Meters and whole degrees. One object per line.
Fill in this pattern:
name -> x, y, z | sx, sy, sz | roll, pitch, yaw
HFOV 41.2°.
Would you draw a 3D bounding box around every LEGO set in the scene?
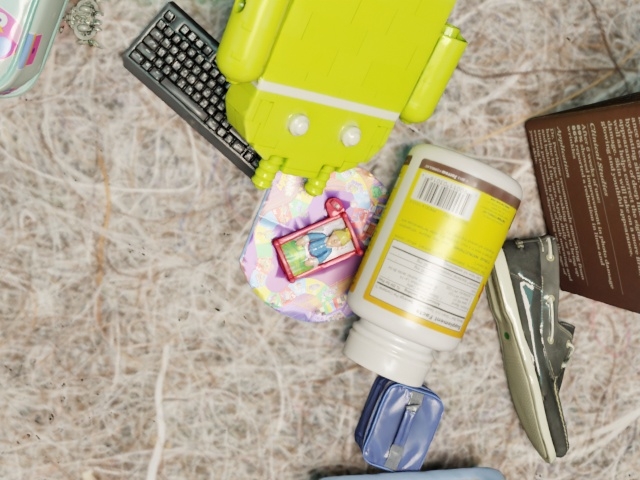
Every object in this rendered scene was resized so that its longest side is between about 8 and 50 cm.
LEGO set -> -0.228, -0.215, 0.792 | 0.083, 0.023, 0.054 | 39, 89, -10

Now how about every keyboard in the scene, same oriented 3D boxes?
keyboard -> -0.090, -0.151, 0.819 | 0.180, 0.023, 0.108 | 42, 89, -10

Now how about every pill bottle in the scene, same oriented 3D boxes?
pill bottle -> 0.100, 0.025, 0.812 | 0.117, 0.117, 0.214 | 23, 92, -9

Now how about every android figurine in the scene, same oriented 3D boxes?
android figurine -> 0.019, -0.162, 0.755 | 0.248, 0.056, 0.272 | 8, 117, -41

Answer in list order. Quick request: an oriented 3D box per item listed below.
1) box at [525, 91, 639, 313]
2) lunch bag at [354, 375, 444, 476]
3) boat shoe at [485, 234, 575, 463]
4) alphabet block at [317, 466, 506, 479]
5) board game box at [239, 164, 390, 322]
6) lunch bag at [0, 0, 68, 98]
box -> 0.321, -0.038, 0.705 | 0.143, 0.381, 0.191 | -14, 97, -7
lunch bag -> 0.081, 0.181, 0.853 | 0.067, 0.065, 0.098 | 19, 93, -9
boat shoe -> 0.224, 0.110, 0.857 | 0.079, 0.084, 0.233 | -12, 94, -6
alphabet block -> 0.093, 0.348, 0.784 | 0.194, 0.192, 0.197 | 0, 113, -6
board game box -> 0.000, 0.000, 0.840 | 0.133, 0.033, 0.168 | 22, 92, -10
lunch bag -> -0.358, -0.249, 0.726 | 0.279, 0.108, 0.224 | 20, 99, -6
